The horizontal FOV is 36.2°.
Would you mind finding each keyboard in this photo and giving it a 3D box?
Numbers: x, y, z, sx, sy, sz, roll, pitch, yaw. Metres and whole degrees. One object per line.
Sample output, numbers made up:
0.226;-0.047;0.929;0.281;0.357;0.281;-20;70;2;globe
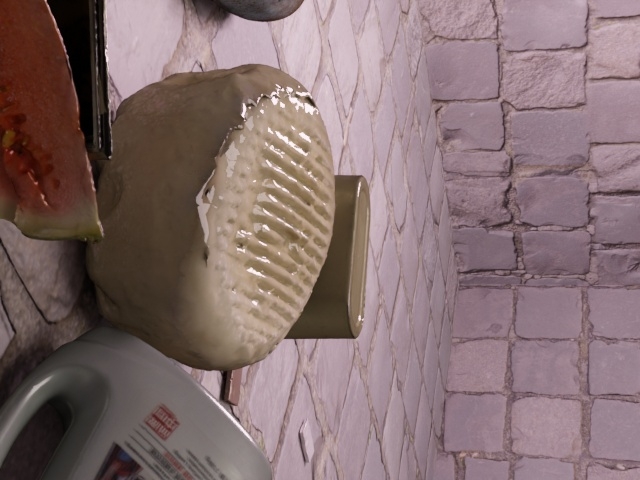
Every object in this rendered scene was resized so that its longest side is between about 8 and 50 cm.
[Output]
-0.132;0.169;1.512;0.055;0.017;0.166;60;33;-68;keyboard

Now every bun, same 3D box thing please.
-0.135;-0.035;1.147;0.359;0.210;0.360;-26;121;-55;bun

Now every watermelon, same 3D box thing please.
-0.290;-0.131;0.779;0.128;0.159;0.304;-28;123;-32;watermelon

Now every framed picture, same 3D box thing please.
-0.232;-0.168;0.876;0.252;0.014;0.197;6;-82;61;framed picture

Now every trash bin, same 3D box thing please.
-0.063;0.019;1.339;0.121;0.247;0.243;55;37;-66;trash bin

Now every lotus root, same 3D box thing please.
-0.104;-0.401;1.393;0.322;0.139;0.158;-15;105;-71;lotus root

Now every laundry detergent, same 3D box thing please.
-0.232;0.271;0.867;0.264;0.124;0.398;47;42;-4;laundry detergent

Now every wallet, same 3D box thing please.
-0.026;0.385;1.886;0.044;0.011;0.083;-67;153;-54;wallet
